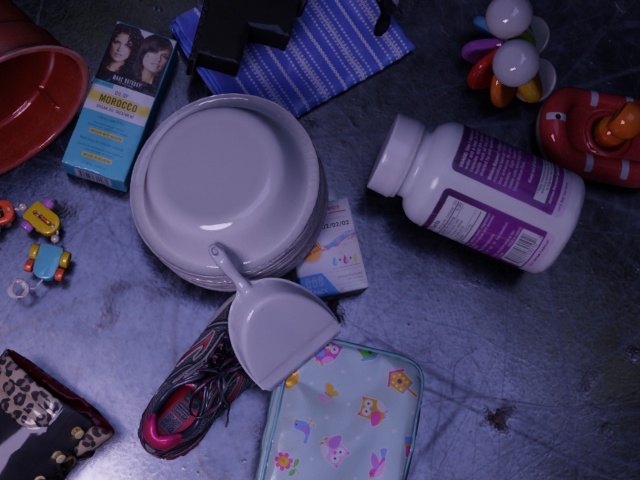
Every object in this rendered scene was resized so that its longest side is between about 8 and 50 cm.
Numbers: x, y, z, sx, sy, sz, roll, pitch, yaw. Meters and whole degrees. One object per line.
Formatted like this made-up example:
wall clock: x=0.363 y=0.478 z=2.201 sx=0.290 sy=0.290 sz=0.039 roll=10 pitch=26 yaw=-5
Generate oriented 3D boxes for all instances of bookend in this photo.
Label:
bookend: x=-0.113 y=-0.320 z=1.501 sx=0.157 sy=0.072 sz=0.156 roll=13 pitch=77 yaw=-9

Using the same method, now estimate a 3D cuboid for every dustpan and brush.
dustpan and brush: x=-0.085 y=0.088 z=1.336 sx=0.147 sy=0.060 sz=0.211 roll=-39 pitch=120 yaw=-5

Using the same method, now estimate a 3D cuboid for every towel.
towel: x=-0.045 y=-0.333 z=1.568 sx=0.336 sy=0.040 sz=0.243 roll=-31 pitch=83 yaw=-14

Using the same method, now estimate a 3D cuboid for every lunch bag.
lunch bag: x=0.022 y=0.279 z=1.394 sx=0.224 sy=0.108 sz=0.279 roll=13 pitch=73 yaw=2

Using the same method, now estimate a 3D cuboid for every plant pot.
plant pot: x=-0.521 y=-0.268 z=1.385 sx=0.272 sy=0.272 sz=0.265 roll=-37 pitch=76 yaw=-14

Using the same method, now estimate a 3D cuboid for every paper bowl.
paper bowl: x=-0.137 y=-0.078 z=1.401 sx=0.284 sy=0.148 sz=0.284 roll=-3 pitch=72 yaw=8

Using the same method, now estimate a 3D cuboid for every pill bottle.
pill bottle: x=0.232 y=-0.079 z=1.478 sx=0.302 sy=0.169 sz=0.169 roll=24 pitch=75 yaw=-2

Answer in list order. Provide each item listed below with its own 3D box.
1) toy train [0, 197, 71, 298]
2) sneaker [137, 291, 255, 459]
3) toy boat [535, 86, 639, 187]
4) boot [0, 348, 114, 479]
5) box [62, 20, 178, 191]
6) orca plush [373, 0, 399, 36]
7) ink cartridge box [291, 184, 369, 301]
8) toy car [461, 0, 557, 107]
toy train: x=-0.438 y=0.003 z=1.432 sx=0.125 sy=0.046 sz=0.166 roll=-23 pitch=78 yaw=-11
sneaker: x=-0.144 y=0.189 z=1.391 sx=0.121 sy=0.112 sz=0.299 roll=35 pitch=74 yaw=2
toy boat: x=0.465 y=-0.176 z=1.541 sx=0.231 sy=0.151 sz=0.151 roll=9 pitch=75 yaw=-6
boot: x=-0.379 y=0.355 z=1.285 sx=0.377 sy=0.138 sz=0.284 roll=39 pitch=83 yaw=4
box: x=-0.305 y=-0.206 z=1.490 sx=0.101 sy=0.060 sz=0.244 roll=18 pitch=75 yaw=-3
orca plush: x=0.106 y=-0.464 z=1.595 sx=0.102 sy=0.151 sz=0.287 roll=0 pitch=70 yaw=28
ink cartridge box: x=0.000 y=0.000 z=1.482 sx=0.104 sy=0.061 sz=0.181 roll=-11 pitch=78 yaw=-11
toy car: x=0.297 y=-0.302 z=1.568 sx=0.136 sy=0.159 sz=0.182 roll=-12 pitch=76 yaw=27
